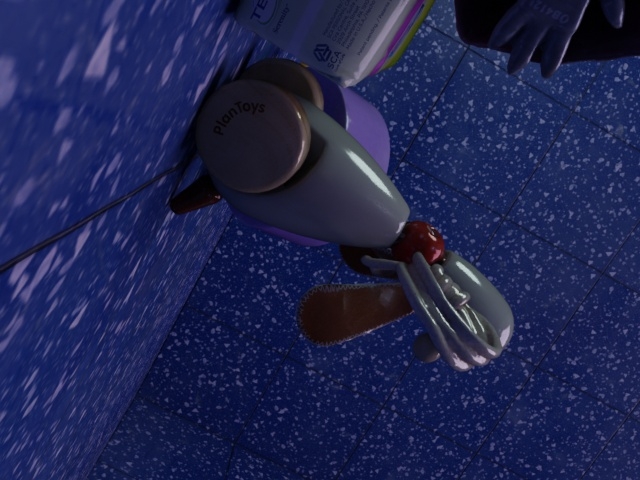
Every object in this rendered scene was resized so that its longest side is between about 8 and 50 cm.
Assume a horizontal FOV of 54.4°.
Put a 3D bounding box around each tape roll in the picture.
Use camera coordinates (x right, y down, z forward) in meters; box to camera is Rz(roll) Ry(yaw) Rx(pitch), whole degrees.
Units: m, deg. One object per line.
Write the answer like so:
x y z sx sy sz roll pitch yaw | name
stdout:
-0.020 -0.093 0.707 0.189 0.080 0.188 -16 -115 38 | tape roll

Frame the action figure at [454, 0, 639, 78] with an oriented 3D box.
0.209 -0.258 0.397 0.275 0.248 0.370 83 29 -43 | action figure

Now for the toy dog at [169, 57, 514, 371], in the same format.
0.000 0.000 0.532 0.161 0.333 0.220 -41 168 20 | toy dog

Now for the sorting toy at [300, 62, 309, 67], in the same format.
0.020 -0.323 0.757 0.347 0.047 0.196 -61 -177 4 | sorting toy

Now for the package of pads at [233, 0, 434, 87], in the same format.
0.062 -0.241 0.451 0.229 0.101 0.296 -59 -179 21 | package of pads
